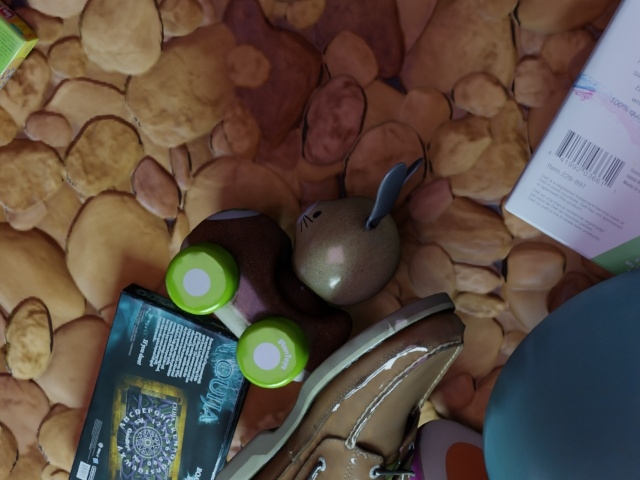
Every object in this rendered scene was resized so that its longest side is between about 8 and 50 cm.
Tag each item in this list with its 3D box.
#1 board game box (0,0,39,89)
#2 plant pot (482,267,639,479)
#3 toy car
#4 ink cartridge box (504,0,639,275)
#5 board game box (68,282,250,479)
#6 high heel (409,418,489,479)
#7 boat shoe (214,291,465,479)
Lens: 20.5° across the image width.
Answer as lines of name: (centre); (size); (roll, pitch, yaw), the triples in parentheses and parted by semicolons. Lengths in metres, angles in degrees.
board game box: (-0.356, -0.116, 1.487); (0.124, 0.039, 0.259); (44, 111, 4)
plant pot: (0.266, 0.198, 1.196); (0.293, 0.235, 0.293); (-1, 121, -1)
toy car: (0.000, 0.000, 1.340); (0.188, 0.155, 0.149); (-44, 88, 14)
ink cartridge box: (0.253, -0.082, 1.255); (0.154, 0.093, 0.212); (31, 114, 8)
board game box: (-0.131, 0.144, 1.484); (0.126, 0.026, 0.186); (23, 110, 12)
high heel: (0.146, 0.330, 1.408); (0.377, 0.127, 0.181); (64, 147, 11)
boat shoe: (0.033, 0.154, 1.353); (0.104, 0.111, 0.307); (59, 139, 19)
